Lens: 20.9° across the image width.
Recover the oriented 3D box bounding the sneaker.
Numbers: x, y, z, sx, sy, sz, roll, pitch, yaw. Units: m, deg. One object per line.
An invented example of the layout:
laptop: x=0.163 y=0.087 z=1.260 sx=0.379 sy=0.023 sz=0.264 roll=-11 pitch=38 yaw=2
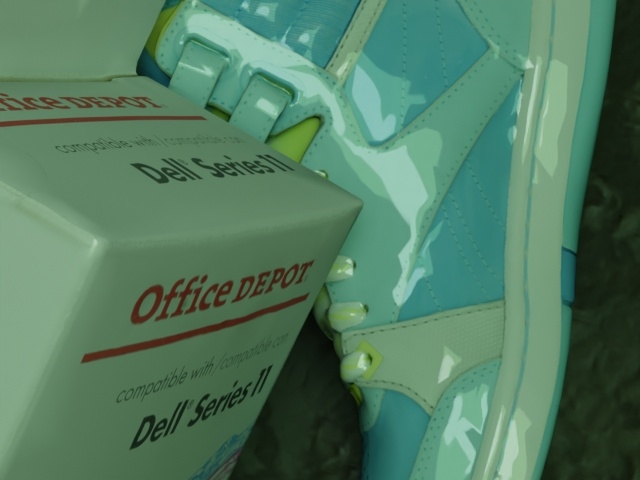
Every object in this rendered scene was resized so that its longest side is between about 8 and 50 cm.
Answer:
sneaker: x=0.000 y=0.000 z=0.740 sx=0.208 sy=0.127 sz=0.319 roll=12 pitch=75 yaw=-7

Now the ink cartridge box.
ink cartridge box: x=-0.109 y=0.055 z=0.615 sx=0.119 sy=0.207 sz=0.353 roll=30 pitch=106 yaw=18
